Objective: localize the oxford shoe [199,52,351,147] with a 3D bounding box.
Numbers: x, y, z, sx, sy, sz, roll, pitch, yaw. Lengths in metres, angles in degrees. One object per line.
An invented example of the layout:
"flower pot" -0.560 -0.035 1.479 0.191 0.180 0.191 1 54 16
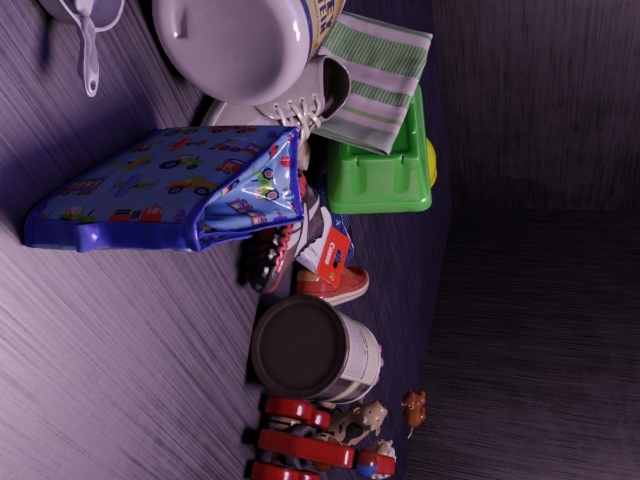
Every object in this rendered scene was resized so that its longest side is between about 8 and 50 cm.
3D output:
"oxford shoe" -0.073 -0.221 0.998 0.449 0.130 0.169 -52 149 -41

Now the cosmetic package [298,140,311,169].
"cosmetic package" -0.061 -0.201 1.190 0.115 0.041 0.060 44 52 -63

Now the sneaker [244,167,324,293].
"sneaker" -0.059 -0.008 1.103 0.135 0.097 0.276 38 53 -34

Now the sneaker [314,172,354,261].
"sneaker" 0.032 -0.064 1.417 0.090 0.081 0.233 -104 -178 -74

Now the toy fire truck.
"toy fire truck" 0.011 0.439 1.162 0.302 0.253 0.170 53 44 -59

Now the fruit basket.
"fruit basket" 0.155 -0.220 1.364 0.392 0.282 0.393 -2 90 -86

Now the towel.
"towel" 0.086 -0.354 1.210 0.038 0.247 0.325 84 28 -65

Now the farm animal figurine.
"farm animal figurine" 0.091 0.435 1.435 0.327 0.330 0.172 -64 169 21

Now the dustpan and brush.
"dustpan and brush" -0.268 -0.263 0.619 0.147 0.060 0.211 8 85 -69

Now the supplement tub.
"supplement tub" -0.086 -0.379 0.847 0.228 0.228 0.316 73 29 -41

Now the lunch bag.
"lunch bag" -0.177 -0.051 0.659 0.293 0.220 0.138 -41 130 -62

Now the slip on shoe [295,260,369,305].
"slip on shoe" 0.036 0.095 1.386 0.331 0.122 0.102 -10 98 -64

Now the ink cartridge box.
"ink cartridge box" 0.000 0.000 1.253 0.179 0.045 0.146 35 52 -23

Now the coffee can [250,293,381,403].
"coffee can" 0.002 0.241 1.185 0.275 0.201 0.202 42 54 -64
